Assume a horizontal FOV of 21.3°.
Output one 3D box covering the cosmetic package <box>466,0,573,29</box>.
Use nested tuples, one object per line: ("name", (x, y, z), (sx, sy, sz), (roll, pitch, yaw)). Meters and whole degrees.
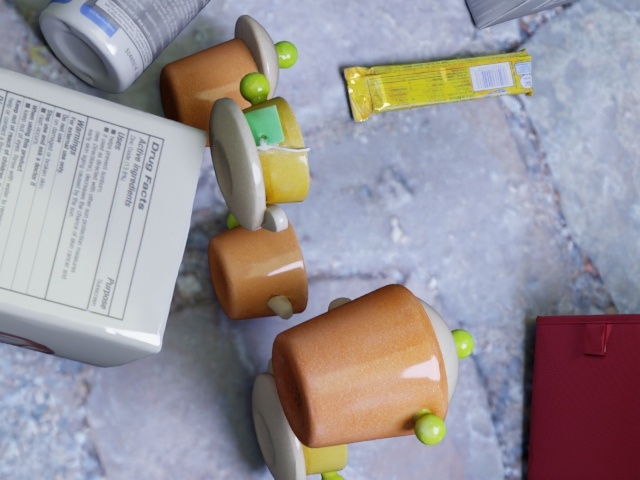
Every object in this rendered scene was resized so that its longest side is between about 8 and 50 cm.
("cosmetic package", (0.145, -0.295, 1.283), (0.127, 0.107, 0.238), (-20, 87, -25))

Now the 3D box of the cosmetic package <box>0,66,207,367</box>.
("cosmetic package", (-0.239, -0.029, 1.059), (0.296, 0.129, 0.153), (18, 74, -19))

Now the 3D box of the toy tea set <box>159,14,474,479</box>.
("toy tea set", (0.000, 0.000, 1.124), (0.124, 0.200, 0.336), (-14, 82, -16))

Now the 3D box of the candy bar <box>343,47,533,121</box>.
("candy bar", (0.094, -0.118, 1.277), (0.161, 0.018, 0.040), (-9, 89, -25))

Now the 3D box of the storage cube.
("storage cube", (0.269, 0.153, 1.209), (0.184, 0.215, 0.193), (6, 86, -23))

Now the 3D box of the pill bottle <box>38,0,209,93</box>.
("pill bottle", (-0.120, -0.172, 1.160), (0.078, 0.078, 0.137), (45, 68, -11))
